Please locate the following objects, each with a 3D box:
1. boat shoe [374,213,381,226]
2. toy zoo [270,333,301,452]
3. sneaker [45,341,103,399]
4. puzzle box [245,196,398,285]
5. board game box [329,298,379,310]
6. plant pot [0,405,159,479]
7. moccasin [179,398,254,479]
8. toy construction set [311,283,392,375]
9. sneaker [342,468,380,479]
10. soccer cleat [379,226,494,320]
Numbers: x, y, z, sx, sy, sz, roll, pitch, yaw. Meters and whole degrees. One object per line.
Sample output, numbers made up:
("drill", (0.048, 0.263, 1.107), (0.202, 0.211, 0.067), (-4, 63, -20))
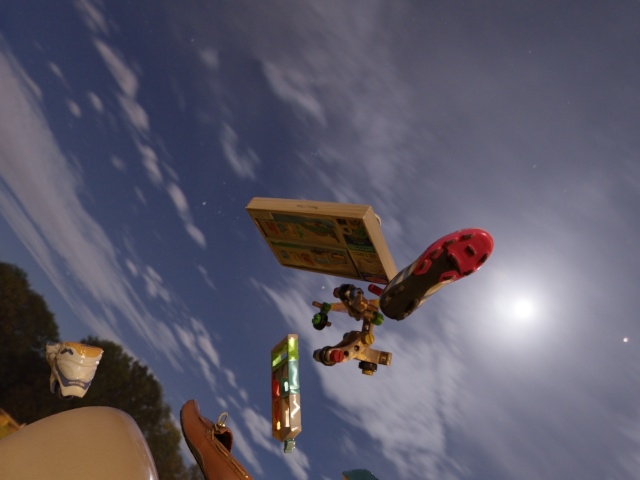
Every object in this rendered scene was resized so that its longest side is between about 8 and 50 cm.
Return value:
("boat shoe", (0.060, -0.062, 1.856), (0.320, 0.099, 0.116), (6, -59, 10))
("toy zoo", (-0.097, 0.422, 1.370), (0.030, 0.293, 0.192), (5, -25, -19))
("sneaker", (-0.632, 0.323, 1.241), (0.112, 0.130, 0.296), (21, -22, -28))
("puzzle box", (0.000, 0.000, 1.443), (0.409, 0.052, 0.272), (7, -39, 36))
("board game box", (0.175, 0.258, 1.978), (0.260, 0.039, 0.124), (-13, -19, 31))
("plant pot", (-0.312, 0.383, 0.626), (0.191, 0.284, 0.284), (35, -32, 32))
("moccasin", (-0.317, 0.614, 1.521), (0.380, 0.147, 0.139), (33, -30, 52))
("toy construction set", (0.145, 0.260, 1.484), (0.237, 0.257, 0.309), (27, -46, -23))
("sneaker", (0.105, 0.592, 1.128), (0.228, 0.088, 0.092), (135, -48, -80))
("soccer cleat", (0.276, 0.068, 1.249), (0.331, 0.143, 0.116), (-40, -84, 21))
